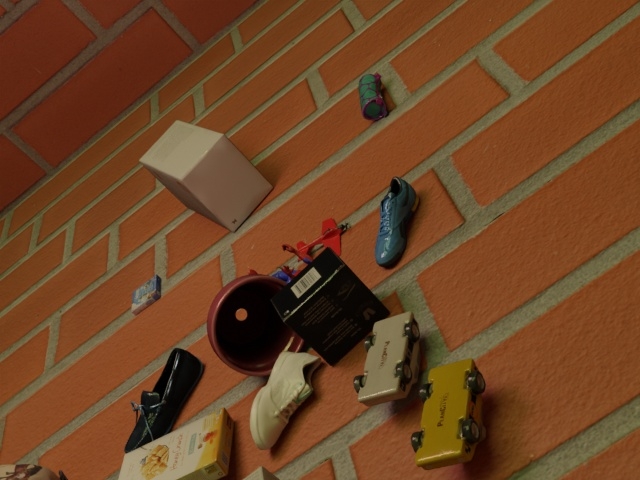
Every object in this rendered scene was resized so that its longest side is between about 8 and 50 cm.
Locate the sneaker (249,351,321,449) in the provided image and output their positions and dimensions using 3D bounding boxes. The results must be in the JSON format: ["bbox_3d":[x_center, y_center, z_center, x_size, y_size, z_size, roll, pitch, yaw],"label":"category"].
[{"bbox_3d":[-0.061,0.296,1.641,0.094,0.080,0.212,-4,46,31],"label":"sneaker"}]

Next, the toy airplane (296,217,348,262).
[{"bbox_3d":[0.000,0.000,1.971,0.151,0.028,0.151,-29,35,23],"label":"toy airplane"}]

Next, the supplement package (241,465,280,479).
[{"bbox_3d":[-0.093,0.480,1.412,0.105,0.105,0.179,-36,32,11],"label":"supplement package"}]

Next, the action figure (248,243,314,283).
[{"bbox_3d":[-0.086,0.067,1.893,0.280,0.139,0.091,-8,47,42],"label":"action figure"}]

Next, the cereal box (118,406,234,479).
[{"bbox_3d":[-0.285,0.434,1.691,0.240,0.047,0.173,-27,22,9],"label":"cereal box"}]

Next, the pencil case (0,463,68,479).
[{"bbox_3d":[-0.597,0.642,1.740,0.160,0.183,0.410,-40,32,15],"label":"pencil case"}]

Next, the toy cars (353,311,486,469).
[{"bbox_3d":[0.168,0.249,1.419,0.176,0.087,0.394,-41,27,-6],"label":"toy cars"}]

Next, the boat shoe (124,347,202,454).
[{"bbox_3d":[-0.362,0.351,1.903,0.109,0.089,0.258,-8,45,45],"label":"boat shoe"}]

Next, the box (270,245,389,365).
[{"bbox_3d":[0.018,0.126,1.666,0.156,0.158,0.093,-42,31,1],"label":"box"}]

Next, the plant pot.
[{"bbox_3d":[-0.146,0.167,1.799,0.201,0.201,0.180,-50,15,-11],"label":"plant pot"}]

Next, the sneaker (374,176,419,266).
[{"bbox_3d":[0.143,-0.042,1.806,0.069,0.082,0.209,-11,45,40],"label":"sneaker"}]

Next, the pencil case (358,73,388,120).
[{"bbox_3d":[0.133,-0.369,2.234,0.070,0.064,0.151,-47,27,27],"label":"pencil case"}]

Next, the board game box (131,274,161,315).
[{"bbox_3d":[-0.470,0.147,2.351,0.090,0.020,0.090,-37,31,14],"label":"board game box"}]

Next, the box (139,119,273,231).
[{"bbox_3d":[-0.319,-0.184,2.389,0.168,0.215,0.345,-49,31,-10],"label":"box"}]
